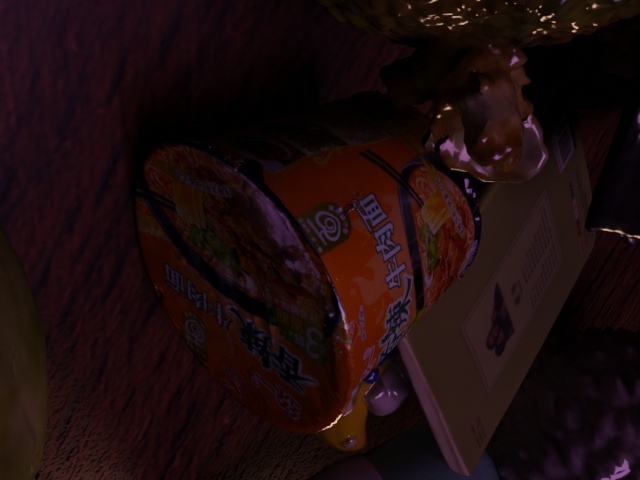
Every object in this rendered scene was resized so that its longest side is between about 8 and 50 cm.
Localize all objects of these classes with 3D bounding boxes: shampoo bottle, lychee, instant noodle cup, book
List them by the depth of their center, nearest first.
[{"bbox_3d":[0.096,-0.219,0.540,0.270,0.270,0.320,21,102,-49],"label":"lychee"},{"bbox_3d":[0.000,0.000,0.674,0.182,0.230,0.230,-31,138,-34],"label":"instant noodle cup"},{"bbox_3d":[0.192,0.033,0.912,0.352,0.035,0.239,-53,138,-28],"label":"book"},{"bbox_3d":[0.032,0.318,0.956,0.349,0.151,0.222,-27,147,-11],"label":"shampoo bottle"},{"bbox_3d":[0.367,0.281,1.088,0.432,0.380,0.380,-69,-177,-70],"label":"lychee"}]

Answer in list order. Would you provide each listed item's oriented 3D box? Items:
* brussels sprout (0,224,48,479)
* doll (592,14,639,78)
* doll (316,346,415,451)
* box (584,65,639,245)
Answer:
[{"bbox_3d":[-0.278,0.069,0.437,0.274,0.316,0.243,-52,177,-25],"label":"brussels sprout"},{"bbox_3d":[0.283,-0.268,0.799,0.154,0.119,0.278,-59,148,-10],"label":"doll"},{"bbox_3d":[0.084,0.114,0.918,0.237,0.111,0.252,-38,137,-15],"label":"doll"},{"bbox_3d":[0.359,-0.190,0.805,0.359,0.091,0.350,-39,147,-52],"label":"box"}]
